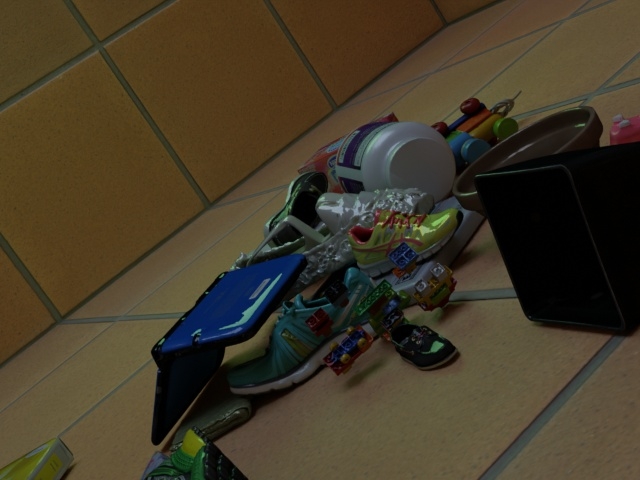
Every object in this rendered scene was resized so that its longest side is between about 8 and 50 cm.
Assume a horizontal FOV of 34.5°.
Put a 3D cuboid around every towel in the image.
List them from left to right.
[{"bbox_3d":[-0.164,0.275,1.573,0.148,0.027,0.110,-33,12,9],"label":"towel"}]

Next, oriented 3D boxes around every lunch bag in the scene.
[{"bbox_3d":[-0.220,0.340,1.406,0.083,0.053,0.071,-61,16,-4],"label":"lunch bag"}]

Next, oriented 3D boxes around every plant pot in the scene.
[{"bbox_3d":[0.323,-0.091,1.524,0.237,0.110,0.237,-32,13,9],"label":"plant pot"},{"bbox_3d":[0.315,-0.023,1.159,0.167,0.187,0.188,-26,9,-19],"label":"plant pot"}]

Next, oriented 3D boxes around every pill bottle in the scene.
[{"bbox_3d":[0.147,-0.138,1.982,0.181,0.181,0.323,-35,13,-6],"label":"pill bottle"}]

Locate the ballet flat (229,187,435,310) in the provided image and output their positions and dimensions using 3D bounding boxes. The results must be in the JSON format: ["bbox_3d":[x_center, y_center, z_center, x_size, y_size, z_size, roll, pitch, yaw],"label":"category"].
[{"bbox_3d":[0.000,0.000,1.778,0.409,0.147,0.147,-32,12,26],"label":"ballet flat"}]

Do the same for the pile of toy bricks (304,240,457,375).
[{"bbox_3d":[0.086,0.102,1.451,0.212,0.105,0.118,-42,56,-5],"label":"pile of toy bricks"}]

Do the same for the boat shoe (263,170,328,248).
[{"bbox_3d":[-0.030,-0.064,1.984,0.069,0.081,0.228,-18,27,37],"label":"boat shoe"}]

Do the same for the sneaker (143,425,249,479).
[{"bbox_3d":[-0.138,0.318,1.170,0.146,0.134,0.343,-44,5,-13],"label":"sneaker"}]

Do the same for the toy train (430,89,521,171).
[{"bbox_3d":[0.345,-0.231,2.045,0.248,0.105,0.143,-37,23,-13],"label":"toy train"}]

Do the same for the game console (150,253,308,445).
[{"bbox_3d":[-0.144,0.173,1.674,0.250,0.173,0.293,-15,18,24],"label":"game console"}]

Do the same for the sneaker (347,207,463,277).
[{"bbox_3d":[0.125,-0.013,1.603,0.208,0.094,0.081,-24,14,33],"label":"sneaker"}]

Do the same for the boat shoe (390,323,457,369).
[{"bbox_3d":[0.130,0.134,1.326,0.049,0.042,0.133,-36,14,-17],"label":"boat shoe"}]

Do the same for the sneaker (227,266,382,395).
[{"bbox_3d":[-0.029,0.138,1.552,0.275,0.110,0.107,-33,12,7],"label":"sneaker"}]

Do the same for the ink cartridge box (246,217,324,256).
[{"bbox_3d":[-0.047,0.032,2.042,0.218,0.092,0.158,-30,13,10],"label":"ink cartridge box"}]

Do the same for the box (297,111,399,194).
[{"bbox_3d":[0.088,-0.190,2.465,0.257,0.122,0.128,-22,18,44],"label":"box"}]

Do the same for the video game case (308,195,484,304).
[{"bbox_3d":[0.122,0.037,1.728,0.300,0.036,0.329,-23,17,41],"label":"video game case"}]

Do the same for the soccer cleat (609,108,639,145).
[{"bbox_3d":[0.512,-0.153,1.378,0.248,0.095,0.083,-17,19,9],"label":"soccer cleat"}]

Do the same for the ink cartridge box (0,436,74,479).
[{"bbox_3d":[-0.602,0.497,1.759,0.303,0.072,0.307,-29,11,18],"label":"ink cartridge box"}]
